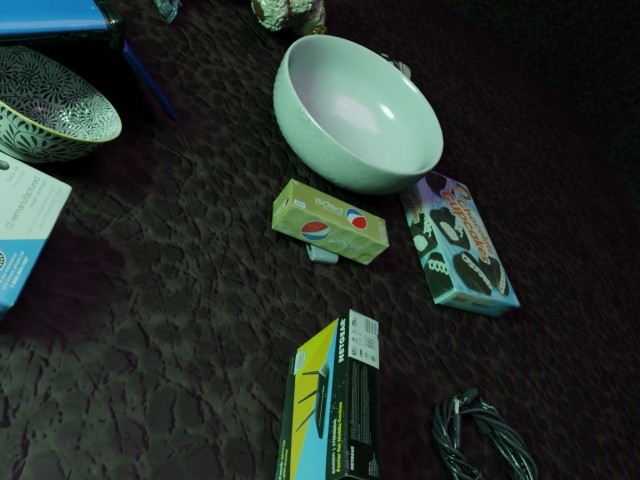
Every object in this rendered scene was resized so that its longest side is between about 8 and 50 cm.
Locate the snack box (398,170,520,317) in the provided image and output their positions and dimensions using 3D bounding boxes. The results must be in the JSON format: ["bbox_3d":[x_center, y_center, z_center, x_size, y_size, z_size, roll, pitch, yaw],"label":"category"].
[{"bbox_3d":[0.272,-0.007,0.973,0.187,0.060,0.322,15,47,-32],"label":"snack box"}]

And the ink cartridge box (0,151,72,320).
[{"bbox_3d":[-0.345,-0.025,0.406,0.190,0.082,0.140,32,46,-33],"label":"ink cartridge box"}]

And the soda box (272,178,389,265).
[{"bbox_3d":[0.018,-0.025,0.742,0.181,0.061,0.058,22,43,-25],"label":"soda box"}]

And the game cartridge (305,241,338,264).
[{"bbox_3d":[0.000,0.000,0.768,0.056,0.017,0.083,12,49,-38],"label":"game cartridge"}]

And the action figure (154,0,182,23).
[{"bbox_3d":[-0.282,-0.598,0.909,0.330,0.178,0.341,29,42,-50],"label":"action figure"}]

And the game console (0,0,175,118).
[{"bbox_3d":[-0.359,-0.289,0.619,0.250,0.173,0.293,-22,63,-34],"label":"game console"}]

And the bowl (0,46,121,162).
[{"bbox_3d":[-0.329,-0.143,0.544,0.170,0.080,0.170,37,22,-18],"label":"bowl"}]

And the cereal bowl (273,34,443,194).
[{"bbox_3d":[0.057,-0.218,0.898,0.339,0.141,0.339,18,49,-22],"label":"cereal bowl"}]

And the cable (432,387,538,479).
[{"bbox_3d":[0.238,0.308,0.674,0.150,0.047,0.184,-5,60,-43],"label":"cable"}]

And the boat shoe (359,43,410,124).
[{"bbox_3d":[0.133,-0.359,1.135,0.158,0.127,0.340,24,35,-14],"label":"boat shoe"}]

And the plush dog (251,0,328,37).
[{"bbox_3d":[-0.061,-0.579,1.103,0.262,0.210,0.225,64,7,25],"label":"plush dog"}]

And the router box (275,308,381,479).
[{"bbox_3d":[0.008,0.184,0.516,0.046,0.133,0.179,27,42,-21],"label":"router box"}]
